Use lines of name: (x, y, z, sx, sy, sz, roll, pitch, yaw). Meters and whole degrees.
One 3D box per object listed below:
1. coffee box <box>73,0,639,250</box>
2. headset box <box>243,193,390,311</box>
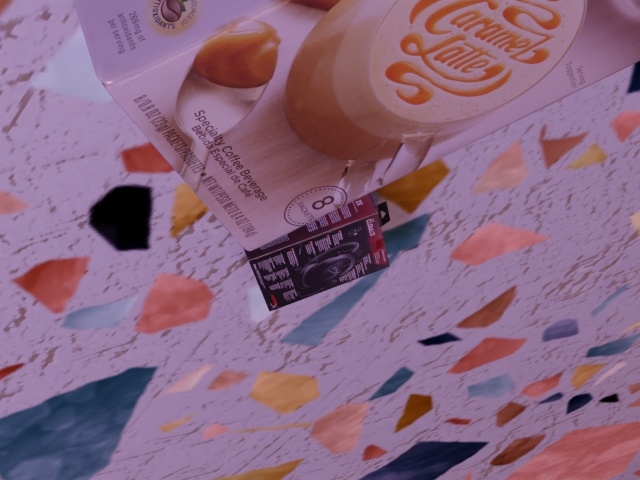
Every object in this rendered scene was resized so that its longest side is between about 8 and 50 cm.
coffee box: (0.041, -0.113, 0.502, 0.247, 0.098, 0.141, -26, 149, 7)
headset box: (0.000, 0.000, 0.714, 0.083, 0.032, 0.062, -22, 149, -2)
